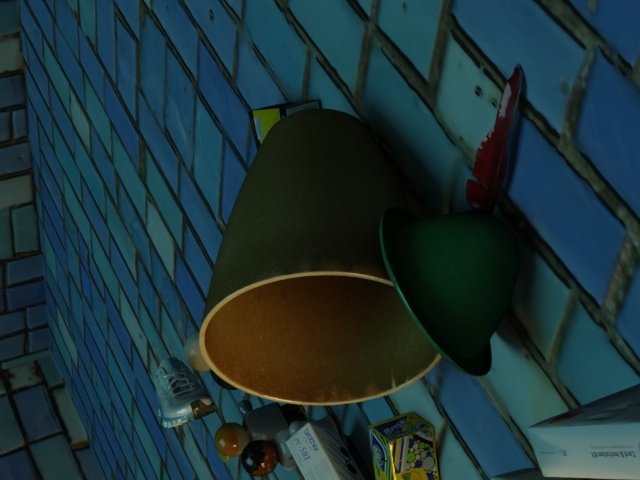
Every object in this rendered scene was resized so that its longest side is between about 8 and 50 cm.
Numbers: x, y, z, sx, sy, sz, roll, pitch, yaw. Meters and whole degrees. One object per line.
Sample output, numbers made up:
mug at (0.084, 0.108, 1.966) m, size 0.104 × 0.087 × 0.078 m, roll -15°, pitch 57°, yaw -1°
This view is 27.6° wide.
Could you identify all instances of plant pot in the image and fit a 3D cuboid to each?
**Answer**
plant pot at (0.000, 0.000, 1.315) m, size 0.237 × 0.237 × 0.254 m, roll 102°, pitch 169°, yaw -51°

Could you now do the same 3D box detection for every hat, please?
hat at (0.169, 0.000, 1.151) m, size 0.208 × 0.183 × 0.173 m, roll 32°, pitch -146°, yaw -50°

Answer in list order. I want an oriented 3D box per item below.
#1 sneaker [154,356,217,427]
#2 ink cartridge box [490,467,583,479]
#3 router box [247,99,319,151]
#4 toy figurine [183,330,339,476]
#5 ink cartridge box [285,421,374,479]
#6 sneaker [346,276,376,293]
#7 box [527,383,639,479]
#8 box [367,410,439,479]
sneaker at (-0.193, 0.200, 1.746) m, size 0.190 × 0.071 × 0.083 m, roll 178°, pitch 77°, yaw -71°
ink cartridge box at (0.241, 0.351, 1.126) m, size 0.239 × 0.060 × 0.275 m, roll 179°, pitch 86°, yaw -65°
router box at (-0.027, -0.075, 1.556) m, size 0.133 × 0.046 × 0.179 m, roll 8°, pitch 113°, yaw 67°
toy figurine at (-0.085, 0.210, 1.768) m, size 0.213 × 0.148 × 0.210 m, roll 14°, pitch 117°, yaw 66°
ink cartridge box at (0.041, 0.325, 1.608) m, size 0.097 × 0.046 × 0.207 m, roll 28°, pitch -156°, yaw -51°
sneaker at (-0.007, 0.091, 1.513) m, size 0.112 × 0.131 × 0.296 m, roll 72°, pitch 158°, yaw 11°
box at (0.245, 0.100, 0.811) m, size 0.145 × 0.186 × 0.038 m, roll -24°, pitch 83°, yaw 68°
box at (0.100, 0.286, 1.481) m, size 0.054 × 0.059 × 0.169 m, roll 28°, pitch 131°, yaw 61°
